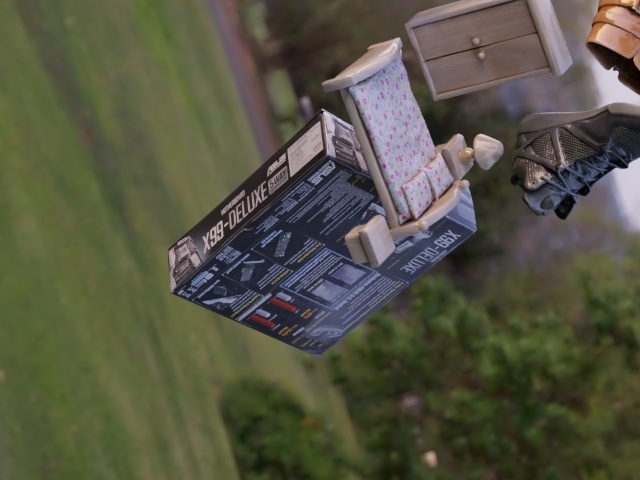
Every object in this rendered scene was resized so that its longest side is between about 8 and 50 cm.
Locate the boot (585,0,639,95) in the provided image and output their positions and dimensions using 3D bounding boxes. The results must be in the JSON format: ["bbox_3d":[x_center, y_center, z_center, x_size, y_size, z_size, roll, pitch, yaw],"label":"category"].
[{"bbox_3d":[0.297,-0.247,1.860,0.197,0.152,0.073,37,-22,0],"label":"boot"}]

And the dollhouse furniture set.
[{"bbox_3d":[0.128,-0.187,2.107,0.355,0.174,0.303,-45,118,-54],"label":"dollhouse furniture set"}]

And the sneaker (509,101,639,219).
[{"bbox_3d":[0.311,-0.087,2.174,0.087,0.227,0.130,39,59,-39],"label":"sneaker"}]

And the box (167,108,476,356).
[{"bbox_3d":[0.000,0.000,2.315,0.242,0.307,0.076,25,40,-32],"label":"box"}]
